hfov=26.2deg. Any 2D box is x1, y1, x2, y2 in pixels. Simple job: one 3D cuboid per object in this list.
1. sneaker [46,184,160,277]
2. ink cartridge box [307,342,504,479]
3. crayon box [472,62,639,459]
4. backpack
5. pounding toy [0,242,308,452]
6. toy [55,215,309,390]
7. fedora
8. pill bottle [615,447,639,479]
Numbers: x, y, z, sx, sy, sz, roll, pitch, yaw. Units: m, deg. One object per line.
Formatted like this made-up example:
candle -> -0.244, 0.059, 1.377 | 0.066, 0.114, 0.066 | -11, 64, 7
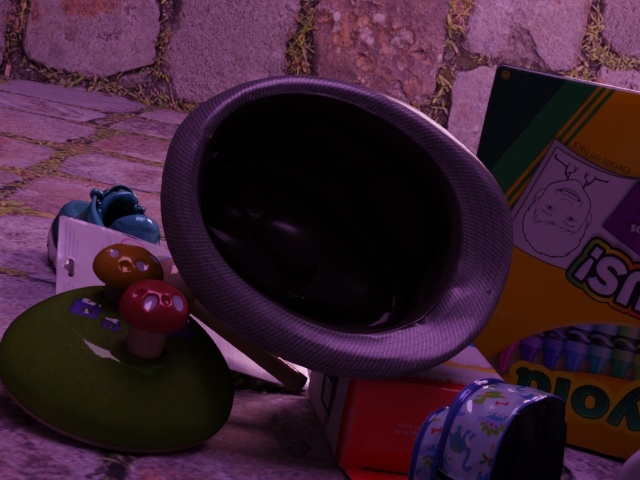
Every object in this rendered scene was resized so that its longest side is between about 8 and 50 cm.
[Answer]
sneaker -> -0.215, -0.005, 1.438 | 0.107, 0.110, 0.275 | 7, 10, -24
ink cartridge box -> 0.074, 0.132, 1.095 | 0.134, 0.078, 0.231 | 9, 11, -11
crayon box -> 0.302, 0.035, 1.214 | 0.363, 0.313, 0.106 | 14, 7, 16
backpack -> 0.112, 0.151, 0.929 | 0.084, 0.114, 0.105 | 19, 13, 34
pounding toy -> -0.126, 0.058, 1.051 | 0.183, 0.110, 0.237 | 31, 27, 27
toy -> -0.129, 0.070, 1.221 | 0.237, 0.056, 0.137 | 17, 33, -20
fedora -> 0.000, 0.000, 1.084 | 0.275, 0.244, 0.124 | 22, -25, -7
pill bottle -> 0.282, 0.181, 1.038 | 0.087, 0.087, 0.160 | 16, 11, 25
